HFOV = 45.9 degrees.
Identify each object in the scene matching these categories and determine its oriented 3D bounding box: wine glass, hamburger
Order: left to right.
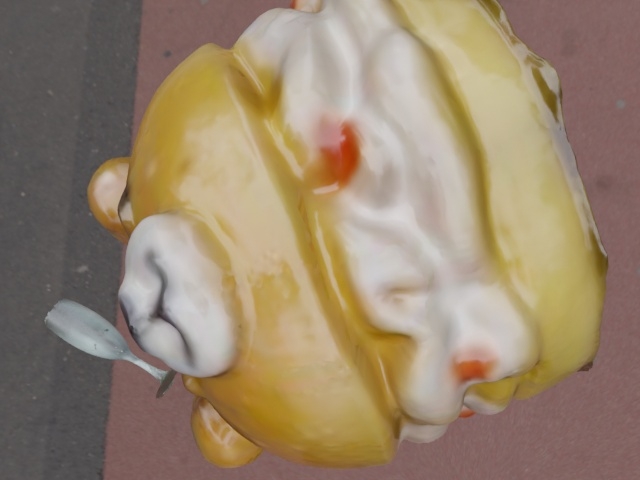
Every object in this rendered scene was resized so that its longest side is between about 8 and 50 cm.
[{"bbox_3d":[-0.302,0.153,1.095,0.198,0.066,0.066,29,77,7],"label":"wine glass"},{"bbox_3d":[0.000,0.000,0.427,0.236,0.276,0.276,-23,67,-3],"label":"hamburger"}]
